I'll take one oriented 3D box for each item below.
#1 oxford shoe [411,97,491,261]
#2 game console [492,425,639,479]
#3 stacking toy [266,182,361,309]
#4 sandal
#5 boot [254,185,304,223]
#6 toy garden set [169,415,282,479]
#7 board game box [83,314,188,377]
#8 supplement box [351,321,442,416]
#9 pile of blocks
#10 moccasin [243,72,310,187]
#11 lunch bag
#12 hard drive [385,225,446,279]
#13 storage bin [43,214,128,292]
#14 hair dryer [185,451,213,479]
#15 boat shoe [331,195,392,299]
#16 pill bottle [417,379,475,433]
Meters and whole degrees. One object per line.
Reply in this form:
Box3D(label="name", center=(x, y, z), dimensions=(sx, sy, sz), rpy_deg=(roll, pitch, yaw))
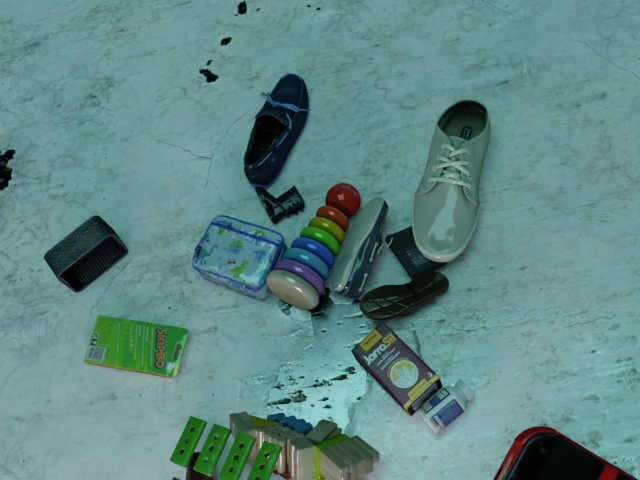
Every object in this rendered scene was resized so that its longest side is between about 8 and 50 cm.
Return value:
Box3D(label="oxford shoe", center=(0.318, -0.161, 1.966), dimensions=(0.169, 0.130, 0.450), rpy_deg=(11, 66, 15))
Box3D(label="game console", center=(0.466, 0.597, 1.580), dimensions=(0.341, 0.060, 0.387), rpy_deg=(31, 81, 3))
Box3D(label="stacking toy", center=(0.000, 0.000, 1.995), dimensions=(0.141, 0.141, 0.330), rpy_deg=(20, 65, 21))
Box3D(label="sandal", center=(0.199, 0.137, 1.913), dimensions=(0.219, 0.060, 0.090), rpy_deg=(-22, 52, -14))
Box3D(label="boot", center=(-0.104, -0.110, 2.107), dimensions=(0.099, 0.045, 0.121), rpy_deg=(-31, 69, 1))
Box3D(label="toy garden set", center=(-0.218, 0.510, 1.749), dimensions=(0.244, 0.049, 0.204), rpy_deg=(11, 65, 30))
Box3D(label="board game box", center=(-0.456, 0.265, 2.028), dimensions=(0.259, 0.039, 0.124), rpy_deg=(5, 68, 19))
Box3D(label="supplement box", center=(0.172, 0.289, 1.833), dimensions=(0.104, 0.081, 0.188), rpy_deg=(-42, 63, -7))
Box3D(label="pile of blocks", center=(-0.042, 0.474, 1.804), dimensions=(0.362, 0.149, 0.113), rpy_deg=(12, 112, 28))
Box3D(label="moccasin", center=(-0.112, -0.306, 2.158), dimensions=(0.137, 0.117, 0.342), rpy_deg=(7, 68, 17))
Box3D(label="lunch bag", center=(-0.200, 0.036, 2.041), dimensions=(0.218, 0.090, 0.176), rpy_deg=(19, 69, 20))
Box3D(label="hard drive", center=(0.228, 0.024, 1.951), dimensions=(0.094, 0.022, 0.135), rpy_deg=(-22, 52, -12))
Box3D(label="storage bin", center=(-0.611, 0.035, 2.123), dimensions=(0.180, 0.122, 0.084), rpy_deg=(-40, 63, -6))
Box3D(label="hair dryer", center=(-0.198, 0.578, 1.797), dimensions=(0.293, 0.080, 0.224), rpy_deg=(35, 75, 23))
Box3D(label="boat shoe", center=(0.110, 0.019, 1.961), dimensions=(0.079, 0.095, 0.255), rpy_deg=(27, 77, -22))
Box3D(label="pill bottle", center=(0.277, 0.362, 1.780), dimensions=(0.120, 0.067, 0.067), rpy_deg=(-38, 63, -5))
